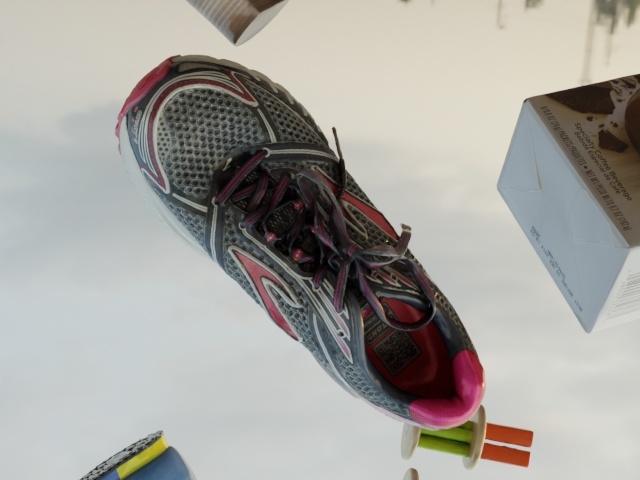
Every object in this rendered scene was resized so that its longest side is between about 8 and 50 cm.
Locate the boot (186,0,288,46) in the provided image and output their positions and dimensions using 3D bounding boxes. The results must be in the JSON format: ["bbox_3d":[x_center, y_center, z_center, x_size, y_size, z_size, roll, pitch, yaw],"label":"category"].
[{"bbox_3d":[-0.048,-0.225,0.691,0.152,0.197,0.073,49,-146,-1],"label":"boot"}]

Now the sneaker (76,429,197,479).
[{"bbox_3d":[-0.178,0.222,0.847,0.209,0.082,0.069,-30,-174,-23],"label":"sneaker"}]

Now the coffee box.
[{"bbox_3d":[0.323,-0.053,0.986,0.297,0.119,0.168,-14,-126,-19],"label":"coffee box"}]

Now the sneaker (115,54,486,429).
[{"bbox_3d":[0.000,0.000,0.747,0.299,0.121,0.112,44,175,-18],"label":"sneaker"}]

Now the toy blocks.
[{"bbox_3d":[0.136,0.184,0.901,0.148,0.054,0.123,13,-133,-4],"label":"toy blocks"}]
